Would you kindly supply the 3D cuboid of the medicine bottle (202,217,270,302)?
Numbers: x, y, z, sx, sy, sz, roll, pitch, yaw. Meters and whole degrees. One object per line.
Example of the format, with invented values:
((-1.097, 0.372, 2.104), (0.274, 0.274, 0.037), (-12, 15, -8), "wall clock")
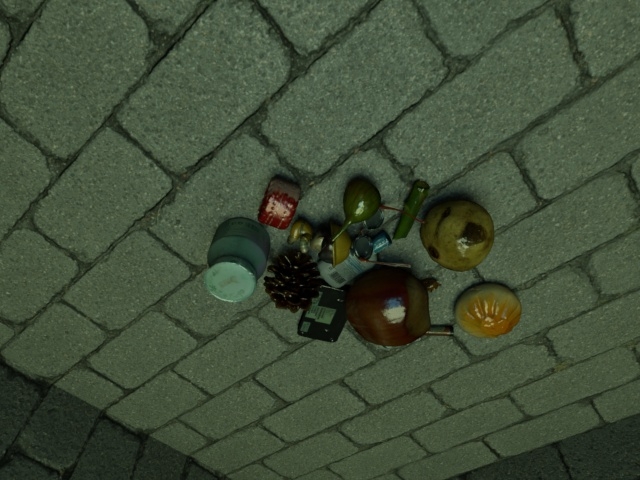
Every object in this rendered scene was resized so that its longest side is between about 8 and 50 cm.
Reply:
((-0.336, 0.081, 1.647), (0.244, 0.290, 0.245), (1, 124, 1), "medicine bottle")

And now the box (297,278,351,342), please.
((0.028, 0.341, 1.957), (0.211, 0.058, 0.351), (14, 124, -7), "box")

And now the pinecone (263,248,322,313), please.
((-0.117, 0.161, 1.725), (0.263, 0.264, 0.265), (1, 125, 1), "pinecone")

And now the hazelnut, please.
((0.289, 0.282, 1.746), (0.364, 0.366, 0.366), (1, 125, 1), "hazelnut")

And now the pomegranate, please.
((0.522, -0.018, 1.562), (0.280, 0.281, 0.282), (1, 125, 1), "pomegranate")

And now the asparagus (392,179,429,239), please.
((0.356, -0.107, 1.633), (0.067, 0.060, 0.278), (4, 126, -14), "asparagus")

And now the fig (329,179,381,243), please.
((0.113, -0.110, 1.527), (0.259, 0.151, 0.151), (-48, 119, -17), "fig")

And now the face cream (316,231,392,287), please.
((0.151, 0.074, 1.752), (0.336, 0.080, 0.163), (-35, 115, 23), "face cream")

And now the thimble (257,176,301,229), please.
((-0.159, -0.139, 1.566), (0.124, 0.163, 0.190), (19, 124, -13), "thimble")

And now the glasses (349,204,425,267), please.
((0.244, -0.021, 1.546), (0.117, 0.268, 0.235), (23, 83, -31), "glasses")

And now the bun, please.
((0.763, 0.339, 1.866), (0.298, 0.165, 0.299), (1, 123, 1), "bun")

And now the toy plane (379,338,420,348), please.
((0.356, 0.425, 1.967), (0.266, 0.123, 0.267), (2, 127, 3), "toy plane")

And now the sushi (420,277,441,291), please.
((0.484, 0.208, 1.853), (0.117, 0.062, 0.060), (-7, 136, 31), "sushi")

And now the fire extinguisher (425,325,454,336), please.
((0.561, 0.444, 2.017), (0.177, 0.050, 0.062), (2, 163, 2), "fire extinguisher")

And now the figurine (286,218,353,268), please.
((0.002, -0.004, 1.646), (0.256, 0.192, 0.167), (26, 104, -3), "figurine")
